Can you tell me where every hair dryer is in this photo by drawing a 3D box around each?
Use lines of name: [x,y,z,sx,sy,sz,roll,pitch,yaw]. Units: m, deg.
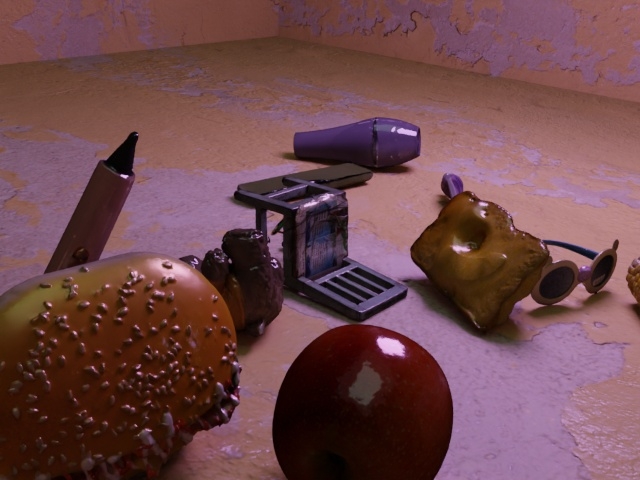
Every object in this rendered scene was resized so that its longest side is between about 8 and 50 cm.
hair dryer: [0.119,-0.256,1.944,0.301,0.121,0.361,1,12,16]
hair dryer: [-0.285,0.031,0.875,0.107,0.344,0.189,22,14,-23]

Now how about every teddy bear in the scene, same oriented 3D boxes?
teddy bear: [-0.147,0.072,1.069,0.190,0.140,0.177,-6,-19,1]

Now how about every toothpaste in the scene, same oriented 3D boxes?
toothpaste: [0.287,-0.062,1.532,0.075,0.048,0.301,26,24,-17]

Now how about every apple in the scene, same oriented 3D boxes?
apple: [0.039,0.177,0.764,0.181,0.181,0.168,15,31,25]

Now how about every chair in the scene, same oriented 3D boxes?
chair: [0.000,0.000,1.221,0.270,0.147,0.136,20,27,37]

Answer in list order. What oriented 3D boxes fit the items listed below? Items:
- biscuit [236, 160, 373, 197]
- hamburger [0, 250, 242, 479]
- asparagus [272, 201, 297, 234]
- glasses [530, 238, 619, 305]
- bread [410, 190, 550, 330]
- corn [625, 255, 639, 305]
biscuit: [-0.028,-0.123,1.646,0.322,0.038,0.099,-16,26,-37]
hamburger: [-0.216,0.131,0.778,0.295,0.227,0.151,-19,15,-36]
asparagus: [-0.066,-0.045,1.488,0.016,0.013,0.166,18,25,7]
glasses: [0.364,0.050,1.291,0.190,0.088,0.220,-11,7,-28]
bread: [0.246,0.029,1.192,0.088,0.161,0.233,43,6,-44]
corn: [0.529,0.097,1.125,0.093,0.093,0.244,3,22,0]
